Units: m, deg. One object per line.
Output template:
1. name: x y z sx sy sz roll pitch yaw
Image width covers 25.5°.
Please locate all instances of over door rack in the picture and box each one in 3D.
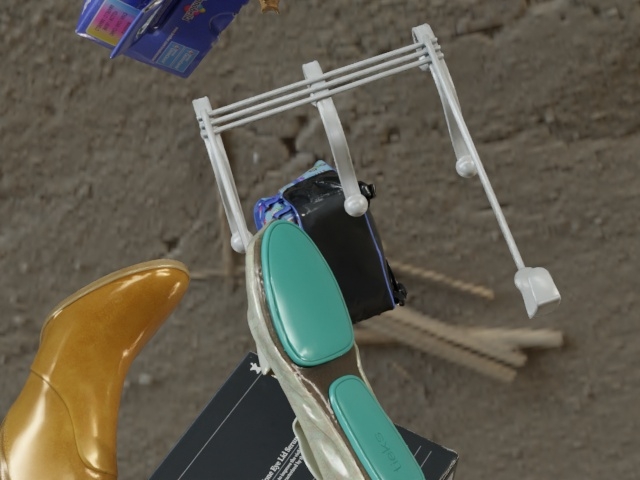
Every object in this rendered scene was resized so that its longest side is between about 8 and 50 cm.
1. over door rack: 0.038 -0.021 1.234 0.239 0.324 0.108 -19 146 -1

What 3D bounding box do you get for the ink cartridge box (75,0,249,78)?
1. ink cartridge box: -0.137 -0.368 1.566 0.151 0.396 0.270 20 149 -20

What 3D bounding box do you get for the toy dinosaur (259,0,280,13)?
1. toy dinosaur: -0.090 -0.277 1.228 0.064 0.112 0.211 -8 149 45

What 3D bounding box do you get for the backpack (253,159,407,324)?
1. backpack: 0.000 0.000 1.481 0.117 0.173 0.158 -22 111 -9

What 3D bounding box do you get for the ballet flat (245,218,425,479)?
1. ballet flat: -0.005 0.072 0.709 0.057 0.168 0.052 -11 161 -45

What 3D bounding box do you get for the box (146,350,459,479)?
1. box: -0.044 0.230 1.010 0.184 0.261 0.103 26 143 17

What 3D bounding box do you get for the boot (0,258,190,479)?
1. boot: -0.193 0.172 1.189 0.295 0.211 0.104 -37 147 9
